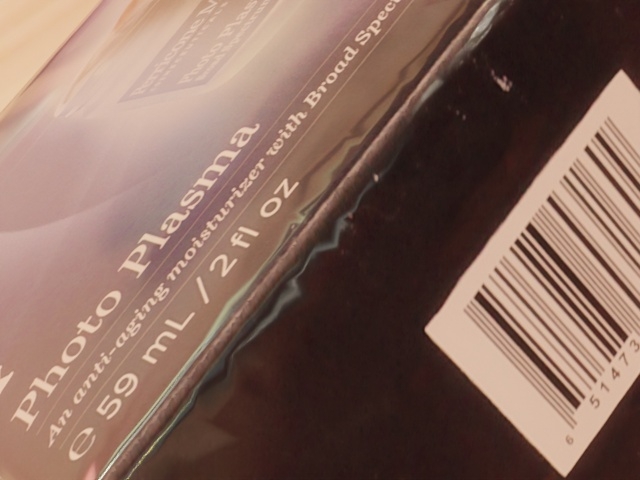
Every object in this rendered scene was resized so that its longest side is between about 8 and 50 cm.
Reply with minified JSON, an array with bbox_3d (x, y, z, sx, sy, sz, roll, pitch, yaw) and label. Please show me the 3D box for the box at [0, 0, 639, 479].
[{"bbox_3d":[0.000,0.000,0.589,0.183,0.296,0.294,46,162,-26],"label":"box"}]
